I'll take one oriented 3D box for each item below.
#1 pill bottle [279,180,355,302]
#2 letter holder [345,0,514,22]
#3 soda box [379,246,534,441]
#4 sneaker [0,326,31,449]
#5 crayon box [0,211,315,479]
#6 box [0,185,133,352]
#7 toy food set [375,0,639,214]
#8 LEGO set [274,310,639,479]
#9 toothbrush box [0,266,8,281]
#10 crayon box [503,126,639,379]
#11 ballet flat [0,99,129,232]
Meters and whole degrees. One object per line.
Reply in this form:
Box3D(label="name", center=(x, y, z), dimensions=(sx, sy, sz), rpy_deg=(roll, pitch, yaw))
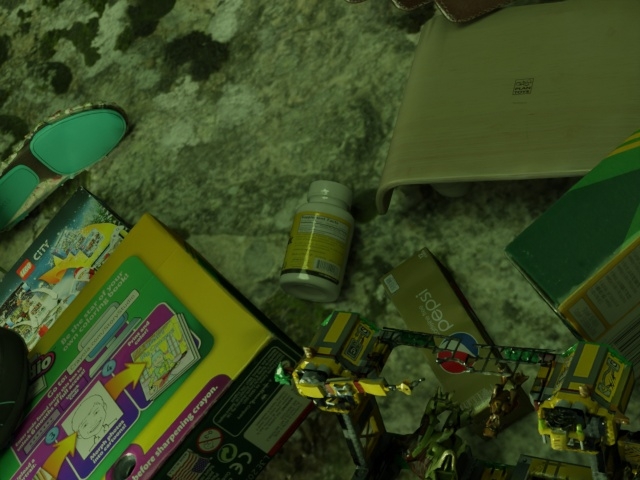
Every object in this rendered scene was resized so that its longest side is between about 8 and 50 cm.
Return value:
Box3D(label="pill bottle", center=(0.000, 0.000, 1.372), dimensions=(0.065, 0.065, 0.116), rpy_deg=(2, 67, 30))
Box3D(label="letter holder", center=(0.076, -0.368, 1.322), dimensions=(0.214, 0.301, 0.152), rpy_deg=(-24, 36, 2))
Box3D(label="soda box", center=(0.127, 0.096, 1.255), dimensions=(0.058, 0.061, 0.181), rpy_deg=(-35, 54, 9))
Box3D(label="sneaker", center=(-0.375, 0.196, 1.317), dimensions=(0.101, 0.106, 0.267), rpy_deg=(-11, 51, 45))
Box3D(label="crayon box", center=(-0.200, 0.187, 1.320), dimensions=(0.363, 0.106, 0.313), rpy_deg=(-50, 36, -1))
Box3D(label="box", center=(-0.293, 0.071, 1.511), dimensions=(0.233, 0.044, 0.159), rpy_deg=(-50, 53, -1))
Box3D(label="toy food set", center=(0.213, -0.124, 1.313), dimensions=(0.306, 0.092, 0.219), rpy_deg=(-1, 54, 27))
Box3D(label="LEGO set", center=(0.106, 0.208, 1.090), dimensions=(0.331, 0.255, 0.192), rpy_deg=(12, 45, 21))
Box3D(label="toothbrush box", center=(-0.548, 0.048, 1.617), dimensions=(0.283, 0.122, 0.206), rpy_deg=(28, 82, 35))
Box3D(label="crayon box", center=(0.327, -0.036, 1.122), dimensions=(0.323, 0.203, 0.083), rpy_deg=(-41, 54, 5))
Box3D(label="ballet flat", center=(-0.338, -0.099, 1.602), dimensions=(0.241, 0.091, 0.077), rpy_deg=(-35, 32, 5))
